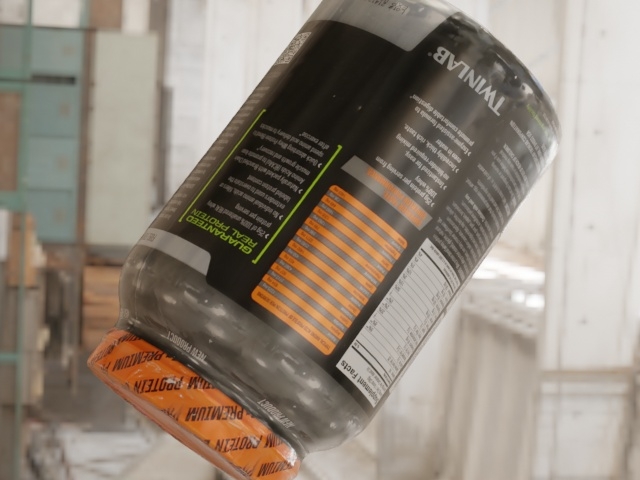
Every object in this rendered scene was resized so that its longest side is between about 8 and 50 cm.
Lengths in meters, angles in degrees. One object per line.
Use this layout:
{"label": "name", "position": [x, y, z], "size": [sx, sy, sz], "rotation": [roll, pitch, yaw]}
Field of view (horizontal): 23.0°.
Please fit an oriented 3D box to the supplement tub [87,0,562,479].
{"label": "supplement tub", "position": [0.000, 0.000, 0.627], "size": [0.190, 0.117, 0.117], "rotation": [-53, -172, -12]}
